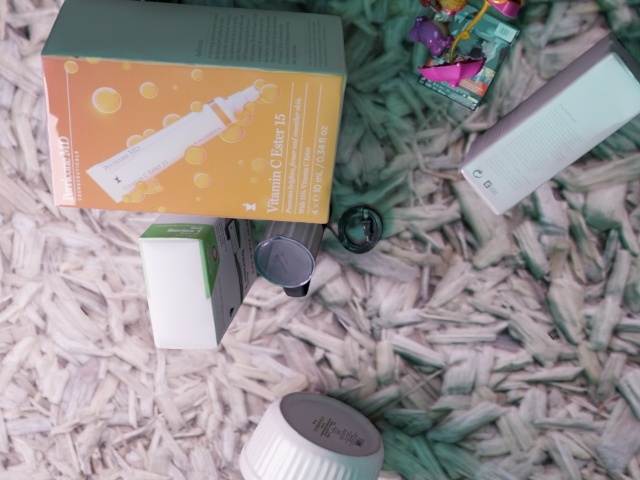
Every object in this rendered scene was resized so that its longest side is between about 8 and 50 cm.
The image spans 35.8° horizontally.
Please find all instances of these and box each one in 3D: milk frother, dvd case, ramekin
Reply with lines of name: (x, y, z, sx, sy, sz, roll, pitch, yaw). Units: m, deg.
milk frother: (0.000, 0.000, 1.344, 0.143, 0.134, 0.129, -16, 122, 23)
dvd case: (0.187, -0.235, 1.261, 0.087, 0.013, 0.119, 27, 118, 2)
ramekin: (-0.005, 0.311, 1.451, 0.207, 0.207, 0.109, 24, 106, 4)

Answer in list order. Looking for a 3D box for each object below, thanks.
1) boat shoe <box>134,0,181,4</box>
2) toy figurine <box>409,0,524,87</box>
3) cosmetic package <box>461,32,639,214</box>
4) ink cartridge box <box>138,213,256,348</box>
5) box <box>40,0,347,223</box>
boat shoe: (-0.226, -0.299, 1.291, 0.091, 0.114, 0.302, 24, 118, 11)
toy figurine: (0.162, -0.270, 1.192, 0.173, 0.130, 0.159, 41, 116, 21)
cosmetic package: (0.289, -0.142, 1.217, 0.231, 0.117, 0.085, -37, 100, 27)
ink cartridge box: (-0.162, 0.027, 1.357, 0.093, 0.219, 0.160, 0, 114, 12)
box: (-0.151, -0.162, 1.231, 0.346, 0.168, 0.215, 3, 126, -4)
